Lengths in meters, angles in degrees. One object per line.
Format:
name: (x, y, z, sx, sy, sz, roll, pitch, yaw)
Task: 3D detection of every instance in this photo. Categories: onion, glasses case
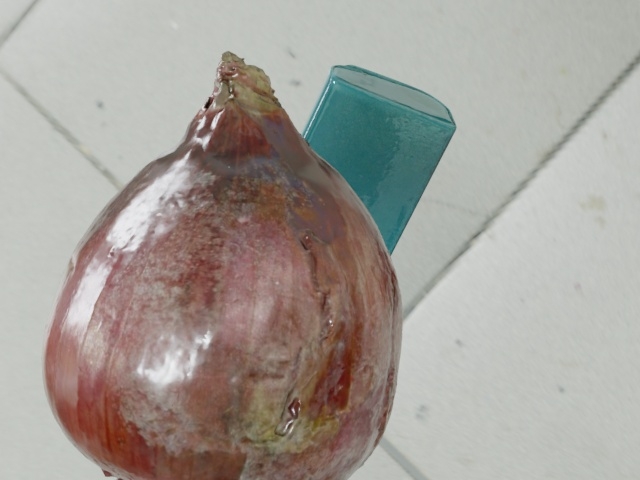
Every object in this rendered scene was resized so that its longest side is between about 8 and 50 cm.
onion: (-0.038, 0.017, 0.646, 0.159, 0.159, 0.194, 10, 98, 18)
glasses case: (-0.002, -0.001, 1.292, 0.117, 0.070, 0.301, 21, 114, -14)
